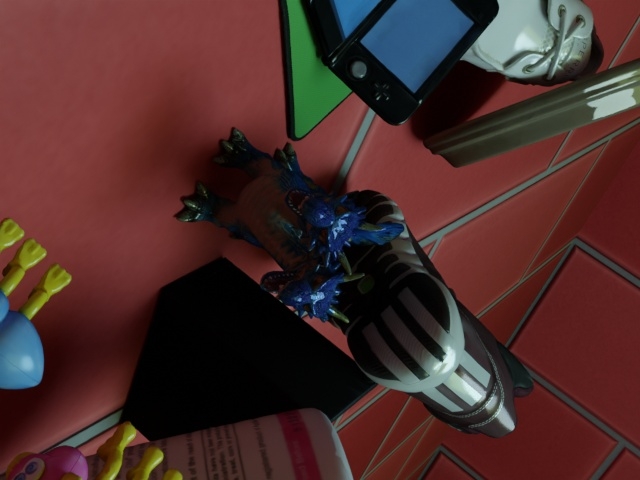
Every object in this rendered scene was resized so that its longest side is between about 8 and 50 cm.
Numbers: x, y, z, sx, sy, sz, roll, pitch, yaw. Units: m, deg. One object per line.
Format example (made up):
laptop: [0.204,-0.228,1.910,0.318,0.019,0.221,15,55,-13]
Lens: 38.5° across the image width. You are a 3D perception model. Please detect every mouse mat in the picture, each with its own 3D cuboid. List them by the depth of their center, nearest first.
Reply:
mouse mat: [0.027,-0.165,0.627,0.152,0.007,0.189,-45,158,-22]

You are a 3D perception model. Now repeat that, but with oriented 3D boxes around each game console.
game console: [0.059,-0.156,0.605,0.122,0.107,0.071,-49,-171,-10]

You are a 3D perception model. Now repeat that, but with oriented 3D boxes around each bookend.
bookend: [-0.060,0.125,0.699,0.072,0.157,0.156,-29,149,-49]

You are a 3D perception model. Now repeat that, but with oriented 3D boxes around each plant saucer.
plant saucer: [0.234,-0.126,0.875,0.278,0.041,0.278,-20,-177,1]

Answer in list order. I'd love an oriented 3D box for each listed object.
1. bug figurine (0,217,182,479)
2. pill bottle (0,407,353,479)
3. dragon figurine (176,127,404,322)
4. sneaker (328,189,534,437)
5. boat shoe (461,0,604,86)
bug figurine: [-0.183,0.132,0.389,0.279,0.216,0.072,-50,-162,-11]
pill bottle: [-0.117,0.203,0.531,0.283,0.160,0.160,-11,149,-8]
dragon figurine: [0.000,0.000,0.640,0.085,0.144,0.289,-54,161,5]
sneaker: [0.079,0.071,0.742,0.106,0.162,0.281,-43,-156,10]
boat shoe: [0.185,-0.176,0.768,0.277,0.096,0.098,-15,140,-59]
